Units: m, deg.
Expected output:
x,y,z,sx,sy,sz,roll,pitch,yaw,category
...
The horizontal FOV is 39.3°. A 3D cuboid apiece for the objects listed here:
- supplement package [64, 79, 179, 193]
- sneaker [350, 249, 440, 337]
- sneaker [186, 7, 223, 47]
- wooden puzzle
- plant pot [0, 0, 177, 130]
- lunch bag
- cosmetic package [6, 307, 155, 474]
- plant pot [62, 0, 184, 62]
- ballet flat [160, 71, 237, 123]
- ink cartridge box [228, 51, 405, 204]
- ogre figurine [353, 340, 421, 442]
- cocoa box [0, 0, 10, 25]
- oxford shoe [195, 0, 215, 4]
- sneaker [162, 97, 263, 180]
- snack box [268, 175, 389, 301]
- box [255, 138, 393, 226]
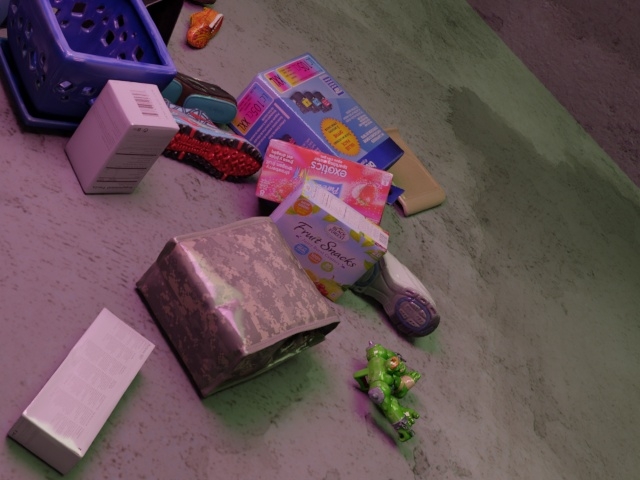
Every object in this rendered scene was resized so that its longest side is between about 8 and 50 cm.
x,y,z,sx,sy,sz,roll,pitch,yaw,category
-0.346,-0.176,1.554,0.105,0.179,0.105,-4,57,-49,supplement package
0.133,0.078,1.895,0.297,0.111,0.129,48,17,-2,sneaker
-0.284,-0.497,2.096,0.067,0.064,0.175,22,30,1,sneaker
0.201,-0.176,2.280,0.221,0.044,0.239,-19,73,-54,wooden puzzle
-0.432,-0.323,1.591,0.236,0.212,0.236,-1,55,-48,plant pot
-0.123,0.097,1.513,0.287,0.169,0.235,-16,66,-48,lunch bag
-0.331,0.207,1.264,0.099,0.060,0.239,38,34,-7,cosmetic package
-0.404,-0.455,1.809,0.167,0.187,0.188,33,33,4,plant pot
-0.297,-0.306,1.838,0.280,0.095,0.096,14,33,-44,ballet flat
0.013,-0.215,2.020,0.395,0.151,0.270,47,33,1,ink cartridge box
0.127,0.270,1.671,0.118,0.096,0.197,47,44,-31,ogre figurine
-0.640,-0.526,1.570,0.231,0.228,0.347,49,33,8,cocoa box
-0.344,-0.688,2.215,0.271,0.097,0.098,62,17,17,oxford shoe
-0.227,-0.215,1.798,0.261,0.104,0.125,22,37,-31,sneaker
0.000,0.000,1.743,0.207,0.174,0.070,34,35,-17,snack box
0.006,-0.113,1.807,0.256,0.123,0.128,16,4,-2,box
